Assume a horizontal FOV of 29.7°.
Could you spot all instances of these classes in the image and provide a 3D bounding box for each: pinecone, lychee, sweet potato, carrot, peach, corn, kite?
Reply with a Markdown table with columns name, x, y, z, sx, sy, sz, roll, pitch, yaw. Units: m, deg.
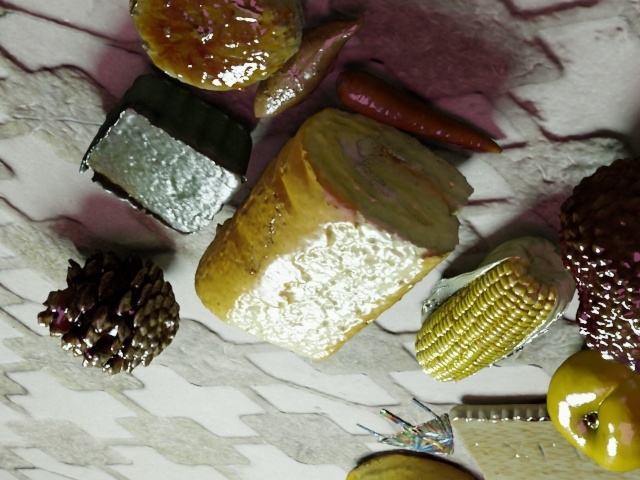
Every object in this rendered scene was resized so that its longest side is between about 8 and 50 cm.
| name | x | y | z | sx | sy | sz | roll | pitch | yaw |
| --- | --- | --- | --- | --- | --- | --- | --- | --- | --- |
| pinecone | -0.311 | 0.098 | 1.785 | 0.204 | 0.184 | 0.179 | 32 | 174 | 21 |
| lychee | 0.401 | 0.019 | 1.336 | 0.271 | 0.271 | 0.271 | 12 | 143 | 9 |
| sweet potato | -0.016 | -0.200 | 1.370 | 0.068 | 0.060 | 0.206 | -5 | 158 | -38 |
| carrot | 0.116 | -0.142 | 1.401 | 0.216 | 0.048 | 0.048 | 22 | 144 | -13 |
| peach | 0.399 | 0.234 | 1.678 | 0.179 | 0.103 | 0.179 | 29 | 132 | 38 |
| corn | 0.227 | 0.097 | 1.611 | 0.123 | 0.122 | 0.305 | 1 | 154 | -26 |
| kite | 0.160 | 0.324 | 2.011 | 0.160 | 0.010 | 0.183 | 34 | 141 | -20 |

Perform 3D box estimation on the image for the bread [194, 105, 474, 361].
| name | x | y | z | sx | sy | sz | roll | pitch | yaw |
| --- | --- | --- | --- | --- | --- | --- | --- | --- | --- |
| bread | 0.000 | 0.000 | 1.528 | 0.236 | 0.165 | 0.375 | 28 | 144 | -10 |

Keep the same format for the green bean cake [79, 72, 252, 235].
| name | x | y | z | sx | sy | sz | roll | pitch | yaw |
| --- | --- | --- | --- | --- | --- | --- | --- | --- | --- |
| green bean cake | -0.190 | -0.110 | 1.524 | 0.181 | 0.094 | 0.173 | 30 | 142 | -15 |

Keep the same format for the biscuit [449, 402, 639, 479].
| name | x | y | z | sx | sy | sz | roll | pitch | yaw |
| --- | --- | --- | --- | --- | --- | --- | --- | --- | --- |
| biscuit | 0.379 | 0.316 | 1.881 | 0.324 | 0.044 | 0.217 | -6 | 137 | 29 |

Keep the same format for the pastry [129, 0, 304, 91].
| name | x | y | z | sx | sy | sz | roll | pitch | yaw |
| --- | --- | --- | --- | --- | --- | --- | --- | --- | --- |
| pastry | -0.116 | -0.249 | 1.313 | 0.182 | 0.093 | 0.192 | 41 | 138 | -25 |

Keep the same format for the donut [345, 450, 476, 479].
| name | x | y | z | sx | sy | sz | roll | pitch | yaw |
| --- | --- | --- | --- | --- | --- | --- | --- | --- | --- |
| donut | 0.161 | 0.486 | 2.140 | 0.277 | 0.108 | 0.277 | 11 | 143 | 9 |
